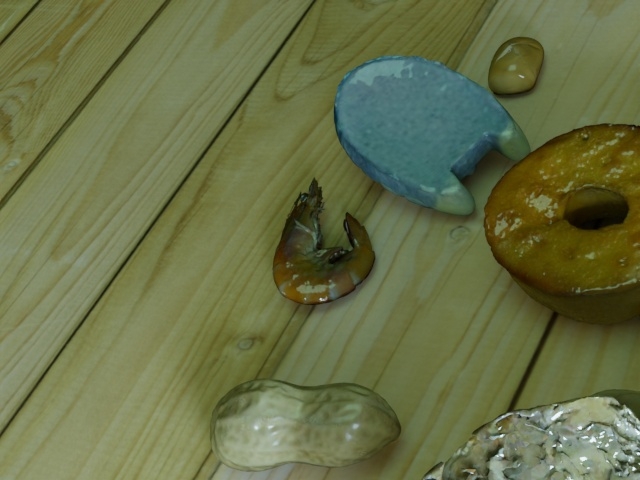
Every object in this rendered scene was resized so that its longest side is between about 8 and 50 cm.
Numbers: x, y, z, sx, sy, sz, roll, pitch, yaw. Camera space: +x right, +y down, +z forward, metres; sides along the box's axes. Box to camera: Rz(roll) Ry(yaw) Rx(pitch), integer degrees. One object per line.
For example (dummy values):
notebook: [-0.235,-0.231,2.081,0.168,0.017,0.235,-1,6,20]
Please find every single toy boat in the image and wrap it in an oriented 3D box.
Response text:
toy boat: [0.158,-0.152,2.061,0.330,0.123,0.215,34,75,35]

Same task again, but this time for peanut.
peanut: [-0.028,0.228,1.705,0.257,0.123,0.123,-6,43,26]

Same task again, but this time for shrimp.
shrimp: [0.000,0.000,1.996,0.150,0.068,0.248,-9,46,1]

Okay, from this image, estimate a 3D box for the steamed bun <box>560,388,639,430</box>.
steamed bun: [0.341,0.314,1.320,0.372,0.230,0.324,9,80,27]

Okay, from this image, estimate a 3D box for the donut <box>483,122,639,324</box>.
donut: [0.365,-0.014,1.772,0.303,0.110,0.303,-15,43,14]

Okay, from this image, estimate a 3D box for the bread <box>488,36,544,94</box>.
bread: [0.303,-0.279,2.139,0.082,0.056,0.115,1,46,29]

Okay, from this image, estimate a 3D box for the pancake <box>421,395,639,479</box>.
pancake: [0.227,0.325,1.212,0.382,0.071,0.382,-8,71,26]
